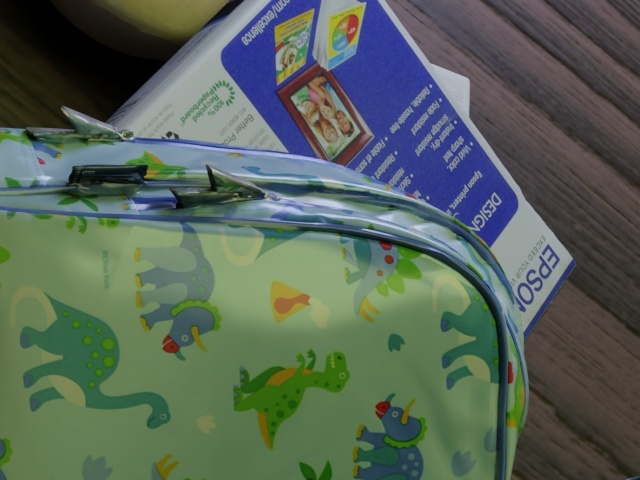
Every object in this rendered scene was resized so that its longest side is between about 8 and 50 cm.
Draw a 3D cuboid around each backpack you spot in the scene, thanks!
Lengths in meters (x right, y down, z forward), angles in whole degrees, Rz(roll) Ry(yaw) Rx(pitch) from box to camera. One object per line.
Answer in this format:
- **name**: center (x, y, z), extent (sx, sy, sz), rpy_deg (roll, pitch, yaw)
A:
- **backpack**: center (-0.069, 0.077, 0.893), extent (0.355, 0.273, 0.290), rpy_deg (0, 94, -34)

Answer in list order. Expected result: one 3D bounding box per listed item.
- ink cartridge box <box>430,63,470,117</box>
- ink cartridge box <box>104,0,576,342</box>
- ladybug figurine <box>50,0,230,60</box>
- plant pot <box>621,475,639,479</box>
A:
- **ink cartridge box**: center (0.057, -0.055, 1.326), extent (0.104, 0.060, 0.180), rpy_deg (19, 59, -25)
- **ink cartridge box**: center (0.000, 0.000, 1.114), extent (0.307, 0.072, 0.304), rpy_deg (54, 52, -18)
- **ladybug figurine**: center (-0.083, -0.304, 1.292), extent (0.305, 0.162, 0.449), rpy_deg (38, 53, -13)
- **plant pot**: center (0.254, 0.289, 1.225), extent (0.165, 0.165, 0.234), rpy_deg (-10, 80, -35)
